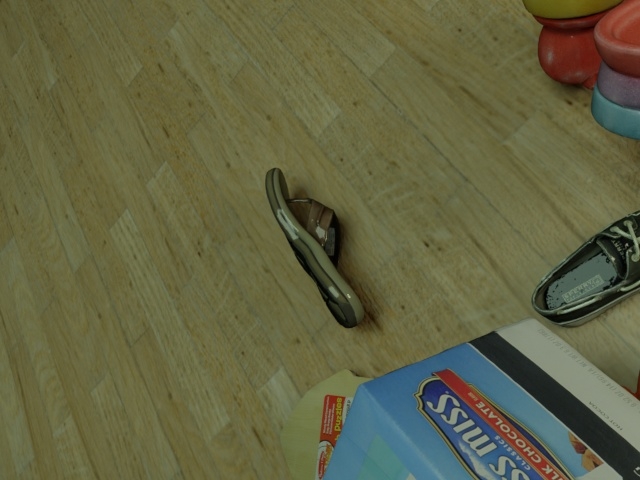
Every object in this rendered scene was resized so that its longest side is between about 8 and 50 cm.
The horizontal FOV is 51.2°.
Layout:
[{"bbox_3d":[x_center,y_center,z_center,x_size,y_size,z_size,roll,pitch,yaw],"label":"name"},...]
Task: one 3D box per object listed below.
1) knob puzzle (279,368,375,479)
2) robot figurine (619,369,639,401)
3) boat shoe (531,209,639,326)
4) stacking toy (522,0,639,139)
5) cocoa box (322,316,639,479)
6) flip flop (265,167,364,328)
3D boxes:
[{"bbox_3d":[0.030,0.266,0.870,0.213,0.030,0.213,-12,70,33],"label":"knob puzzle"},{"bbox_3d":[0.347,0.188,0.596,0.128,0.158,0.220,152,131,-76],"label":"robot figurine"},{"bbox_3d":[0.323,0.018,0.704,0.219,0.070,0.078,-42,55,19],"label":"boat shoe"},{"bbox_3d":[0.379,-0.210,0.689,0.279,0.130,0.309,-14,36,5],"label":"stacking toy"},{"bbox_3d":[0.134,0.285,0.576,0.231,0.227,0.347,45,131,38],"label":"cocoa box"},{"bbox_3d":[0.000,0.000,0.941,0.080,0.112,0.277,-30,53,-5],"label":"flip flop"}]
